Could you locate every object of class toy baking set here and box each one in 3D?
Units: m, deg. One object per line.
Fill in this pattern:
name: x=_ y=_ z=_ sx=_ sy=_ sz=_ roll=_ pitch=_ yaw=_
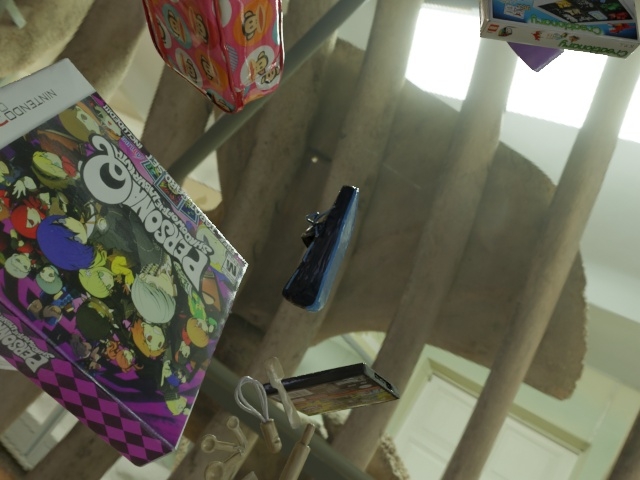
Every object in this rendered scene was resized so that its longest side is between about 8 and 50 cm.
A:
toy baking set: x=-0.099 y=0.349 z=0.947 sx=0.196 sy=0.256 sz=0.030 roll=42 pitch=-27 yaw=-20

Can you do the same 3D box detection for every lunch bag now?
lunch bag: x=-0.171 y=-0.350 z=0.741 sx=0.258 sy=0.120 sz=0.293 roll=42 pitch=-25 yaw=23

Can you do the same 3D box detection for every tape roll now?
tape roll: x=0.533 y=-0.528 z=1.367 sx=0.189 sy=0.189 sz=0.080 roll=41 pitch=-53 yaw=-17

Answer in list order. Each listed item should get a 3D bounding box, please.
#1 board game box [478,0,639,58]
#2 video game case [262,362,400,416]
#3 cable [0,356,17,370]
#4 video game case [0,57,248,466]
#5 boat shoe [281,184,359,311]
board game box: x=0.467 y=-0.474 z=1.060 sx=0.305 sy=0.193 sz=0.053 roll=7 pitch=-19 yaw=-4
video game case: x=0.032 y=0.384 z=1.360 sx=0.274 sy=0.035 sz=0.248 roll=-17 pitch=-35 yaw=20
cable: x=-0.359 y=0.088 z=0.717 sx=0.257 sy=0.256 sz=0.089 roll=99 pitch=-24 yaw=-53
video game case: x=-0.157 y=0.000 z=0.378 sx=0.041 sy=0.210 sz=0.232 roll=-29 pitch=-67 yaw=22
boat shoe: x=0.000 y=0.000 z=0.993 sx=0.089 sy=0.258 sz=0.109 roll=16 pitch=-28 yaw=16
